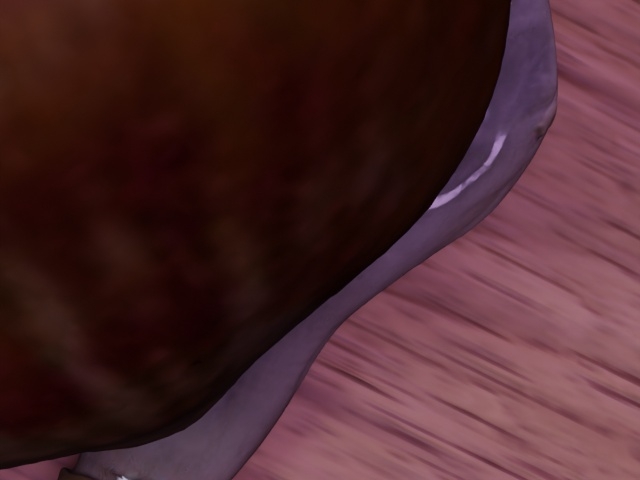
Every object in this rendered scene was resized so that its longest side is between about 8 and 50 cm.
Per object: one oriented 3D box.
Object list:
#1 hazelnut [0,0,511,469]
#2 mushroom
[{"bbox_3d":[-0.149,-0.117,0.810,0.429,0.402,0.402,-28,92,-3],"label":"hazelnut"},{"bbox_3d":[-0.002,-0.001,0.961,0.109,0.097,0.351,42,86,-2],"label":"mushroom"}]
